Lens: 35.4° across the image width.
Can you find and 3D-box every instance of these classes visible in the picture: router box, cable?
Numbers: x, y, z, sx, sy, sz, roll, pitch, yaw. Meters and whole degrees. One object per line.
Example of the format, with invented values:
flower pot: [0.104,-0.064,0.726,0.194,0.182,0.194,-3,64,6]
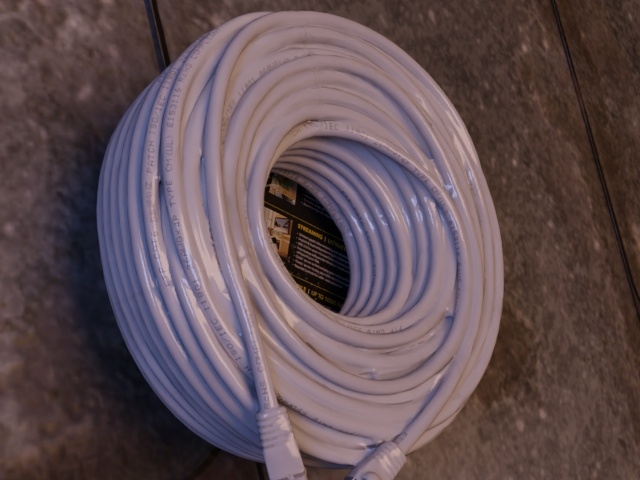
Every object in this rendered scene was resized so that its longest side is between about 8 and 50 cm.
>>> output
router box: [-0.006,0.014,0.651,0.179,0.046,0.133,27,58,-34]
cable: [0.000,0.000,0.567,0.257,0.089,0.257,-25,91,-44]
